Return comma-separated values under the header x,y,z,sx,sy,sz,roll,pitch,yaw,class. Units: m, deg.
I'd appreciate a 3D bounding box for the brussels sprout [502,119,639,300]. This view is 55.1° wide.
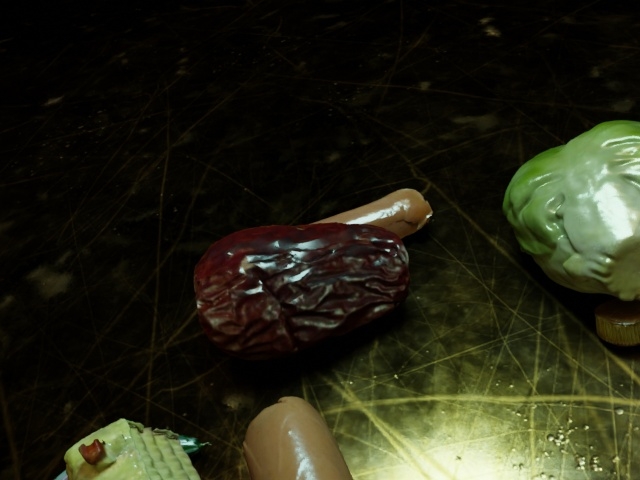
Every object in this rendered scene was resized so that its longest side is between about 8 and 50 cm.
x,y,z,sx,sy,sz,roll,pitch,yaw,class
0.446,-0.049,0.936,0.274,0.242,0.316,-20,32,-12,brussels sprout

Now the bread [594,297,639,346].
x,y,z,sx,sy,sz,roll,pitch,yaw,class
0.443,0.121,0.891,0.085,0.053,0.085,-17,20,6,bread

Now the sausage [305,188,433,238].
x,y,z,sx,sy,sz,roll,pitch,yaw,class
0.000,0.000,1.124,0.419,0.094,0.094,-17,62,-6,sausage

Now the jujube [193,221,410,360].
x,y,z,sx,sy,sz,roll,pitch,yaw,class
-0.027,0.068,0.986,0.343,0.216,0.216,-12,40,-7,jujube

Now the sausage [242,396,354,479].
x,y,z,sx,sy,sz,roll,pitch,yaw,class
-0.008,0.324,0.732,0.121,0.121,0.304,-22,42,-9,sausage

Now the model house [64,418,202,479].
x,y,z,sx,sy,sz,roll,pitch,yaw,class
-0.184,0.330,0.677,0.160,0.253,0.196,-32,42,-15,model house

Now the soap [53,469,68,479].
x,y,z,sx,sy,sz,roll,pitch,yaw,class
-0.348,0.378,0.817,0.100,0.056,0.149,25,53,39,soap

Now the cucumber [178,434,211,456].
x,y,z,sx,sy,sz,roll,pitch,yaw,class
-0.241,0.301,0.889,0.168,0.039,0.039,-4,41,14,cucumber
